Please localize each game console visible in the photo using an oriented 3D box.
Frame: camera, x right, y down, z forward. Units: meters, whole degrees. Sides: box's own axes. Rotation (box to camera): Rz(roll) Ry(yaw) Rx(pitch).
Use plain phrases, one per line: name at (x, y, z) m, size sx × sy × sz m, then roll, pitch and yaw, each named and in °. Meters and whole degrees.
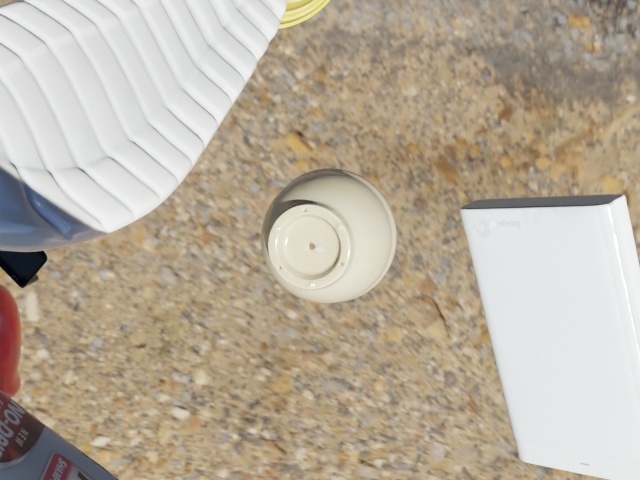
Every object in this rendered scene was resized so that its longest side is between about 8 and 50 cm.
game console at (-0.432, -0.001, 1.565) m, size 0.071 × 0.107 × 0.122 m, roll -43°, pitch 92°, yaw 5°

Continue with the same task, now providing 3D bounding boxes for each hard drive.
hard drive at (0.265, 0.105, 1.198) m, size 0.203 × 0.040 × 0.308 m, roll 0°, pitch 109°, yaw 51°

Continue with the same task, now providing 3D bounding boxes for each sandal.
sandal at (-0.153, -0.114, 0.834) m, size 0.102 × 0.416 × 0.169 m, roll -30°, pitch 103°, yaw 43°

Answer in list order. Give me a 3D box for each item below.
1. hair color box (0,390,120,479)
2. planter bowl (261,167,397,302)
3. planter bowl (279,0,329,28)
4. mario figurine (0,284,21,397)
hair color box at (-0.262, 0.078, 0.397) m, size 0.374 × 0.113 × 0.185 m, roll 40°, pitch 98°, yaw -11°
planter bowl at (0.000, 0.000, 1.293) m, size 0.162 × 0.109 × 0.162 m, roll 2°, pitch 97°, yaw 14°
planter bowl at (-0.049, -0.372, 1.443) m, size 0.217 × 0.217 × 0.090 m, roll -41°, pitch 30°, yaw 1°
mario figurine at (-0.460, 0.147, 1.165) m, size 0.320 × 0.170 × 0.198 m, roll -40°, pitch 70°, yaw -10°
